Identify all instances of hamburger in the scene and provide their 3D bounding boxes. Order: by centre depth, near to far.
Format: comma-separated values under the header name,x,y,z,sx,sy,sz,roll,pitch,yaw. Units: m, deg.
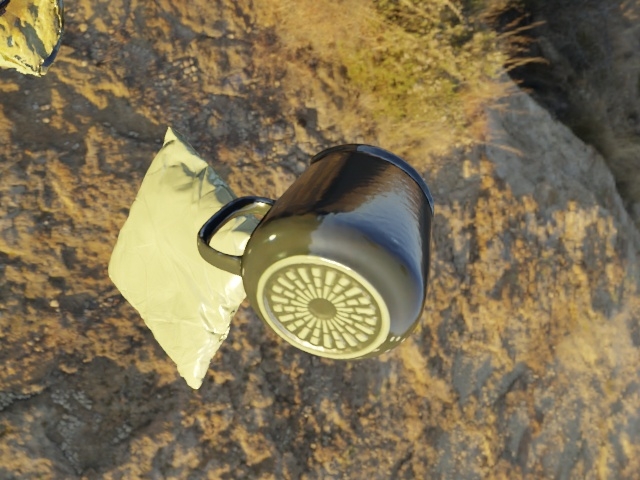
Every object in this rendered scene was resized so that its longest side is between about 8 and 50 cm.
name,x,y,z,sx,sy,sz,roll,pitch,yaw
hamburger,-0.553,-0.423,1.056,0.309,0.133,0.211,30,83,-46

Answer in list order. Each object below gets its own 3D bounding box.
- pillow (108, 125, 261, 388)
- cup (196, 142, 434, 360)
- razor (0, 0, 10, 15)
name,x,y,z,sx,sy,sz,roll,pitch,yaw
pillow,-0.200,0.023,0.922,0.076,0.274,0.280,-1,130,-49
cup,0.000,0.000,0.618,0.169,0.223,0.176,95,15,-44
razor,-0.391,-0.205,0.695,0.028,0.155,0.044,53,21,-32
